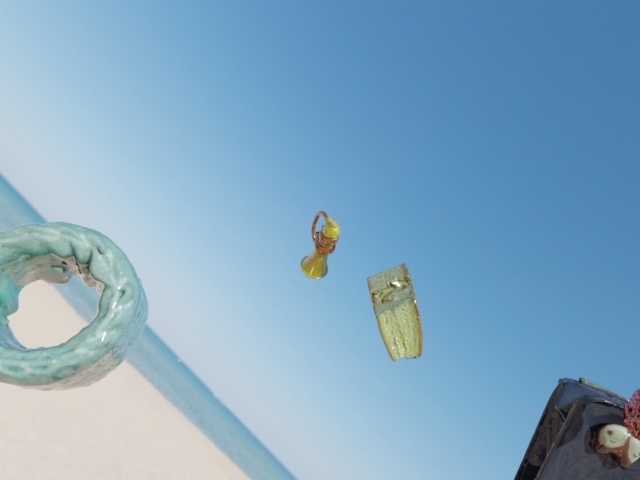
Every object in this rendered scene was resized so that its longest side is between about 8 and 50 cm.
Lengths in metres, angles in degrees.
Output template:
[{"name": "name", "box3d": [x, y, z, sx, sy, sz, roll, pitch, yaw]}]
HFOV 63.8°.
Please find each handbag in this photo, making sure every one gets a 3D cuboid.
[{"name": "handbag", "box3d": [0.494, 0.439, 0.852, 0.303, 0.329, 0.122, 25, 1, 8]}]

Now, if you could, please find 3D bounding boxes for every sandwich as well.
[{"name": "sandwich", "box3d": [0.210, 0.197, 1.398, 0.128, 0.122, 0.235, 66, 10, -51]}]

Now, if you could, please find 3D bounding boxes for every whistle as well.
[{"name": "whistle", "box3d": [0.005, 0.002, 0.776, 0.046, 0.057, 0.109, 15, -48, -7]}]

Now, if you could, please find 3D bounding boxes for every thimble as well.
[{"name": "thimble", "box3d": [-0.340, 0.086, 0.634, 0.143, 0.235, 0.198, 123, -48, -68]}]

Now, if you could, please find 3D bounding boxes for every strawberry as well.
[{"name": "strawberry", "box3d": [0.469, 0.253, 0.718, 0.083, 0.083, 0.096, 42, 24, 11]}]
